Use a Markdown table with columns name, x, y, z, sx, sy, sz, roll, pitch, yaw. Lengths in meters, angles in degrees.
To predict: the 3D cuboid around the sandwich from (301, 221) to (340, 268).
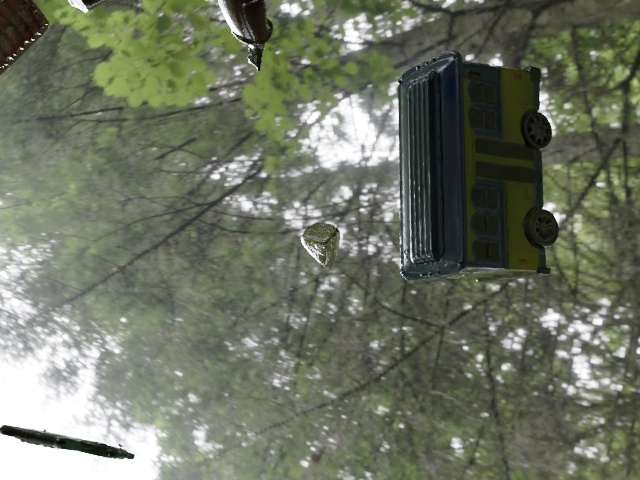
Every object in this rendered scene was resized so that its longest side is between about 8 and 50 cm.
| name | x | y | z | sx | sy | sz | roll | pitch | yaw |
| --- | --- | --- | --- | --- | --- | --- | --- | --- | --- |
| sandwich | 0.000 | 0.000 | 1.160 | 0.044 | 0.083 | 0.031 | 38 | -110 | 13 |

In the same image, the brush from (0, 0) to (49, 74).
| name | x | y | z | sx | sy | sz | roll | pitch | yaw |
| --- | --- | --- | --- | --- | --- | --- | --- | --- | --- |
| brush | -0.351 | -0.099 | 0.848 | 0.321 | 0.050 | 0.060 | -50 | -59 | -19 |

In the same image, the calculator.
| name | x | y | z | sx | sy | sz | roll | pitch | yaw |
| --- | --- | --- | --- | --- | --- | --- | --- | --- | --- |
| calculator | -0.265 | 0.215 | 1.072 | 0.141 | 0.094 | 0.019 | 7 | -102 | 17 |

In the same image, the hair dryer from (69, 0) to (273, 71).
| name | x | y | z | sx | sy | sz | roll | pitch | yaw |
| --- | --- | --- | --- | --- | --- | --- | --- | --- | --- |
| hair dryer | -0.132 | -0.284 | 1.171 | 0.312 | 0.340 | 0.123 | -41 | -116 | -17 |

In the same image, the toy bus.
| name | x | y | z | sx | sy | sz | roll | pitch | yaw |
| --- | --- | --- | --- | --- | --- | --- | --- | --- | --- |
| toy bus | 0.201 | -0.090 | 1.341 | 0.175 | 0.138 | 0.287 | 4 | -99 | -30 |
